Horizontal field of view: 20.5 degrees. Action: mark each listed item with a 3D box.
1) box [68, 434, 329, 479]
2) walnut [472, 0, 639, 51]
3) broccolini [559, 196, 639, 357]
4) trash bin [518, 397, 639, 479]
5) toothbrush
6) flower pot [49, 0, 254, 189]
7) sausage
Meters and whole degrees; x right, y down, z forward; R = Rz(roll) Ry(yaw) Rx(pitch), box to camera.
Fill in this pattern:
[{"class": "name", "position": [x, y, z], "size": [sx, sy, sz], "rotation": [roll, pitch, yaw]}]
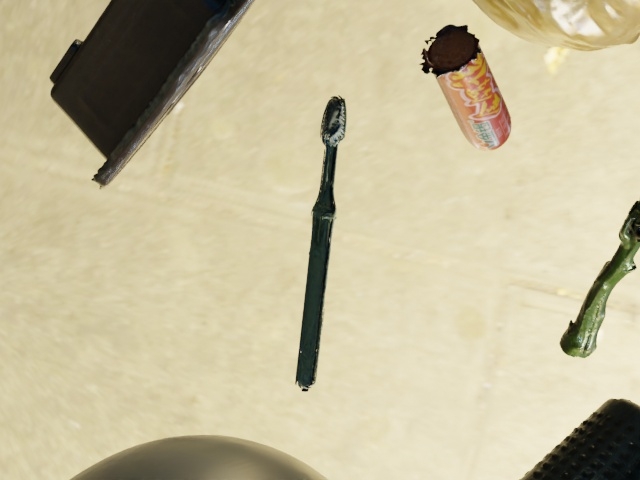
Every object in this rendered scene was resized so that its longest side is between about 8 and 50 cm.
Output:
[{"class": "box", "position": [-0.106, 0.238, 0.537], "size": [0.141, 0.289, 0.349], "rotation": [32, 122, -12]}, {"class": "walnut", "position": [0.128, -0.199, 0.946], "size": [0.159, 0.159, 0.207], "rotation": [-26, 102, -12]}, {"class": "broccolini", "position": [0.243, 0.017, 1.369], "size": [0.057, 0.254, 0.071], "rotation": [30, 56, 13]}, {"class": "trash bin", "position": [0.256, 0.231, 1.565], "size": [0.175, 0.175, 0.161], "rotation": [42, 80, -8]}, {"class": "toothbrush", "position": [0.000, 0.001, 1.731], "size": [0.026, 0.028, 0.294], "rotation": [6, 85, 5]}, {"class": "flower pot", "position": [-0.104, -0.159, 1.234], "size": [0.084, 0.251, 0.179], "rotation": [39, 41, -6]}, {"class": "sausage", "position": [0.117, -0.107, 1.364], "size": [0.048, 0.145, 0.050], "rotation": [10, 66, 25]}]
